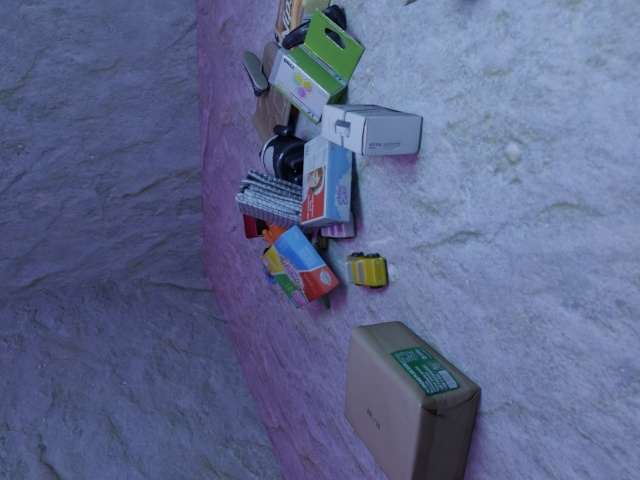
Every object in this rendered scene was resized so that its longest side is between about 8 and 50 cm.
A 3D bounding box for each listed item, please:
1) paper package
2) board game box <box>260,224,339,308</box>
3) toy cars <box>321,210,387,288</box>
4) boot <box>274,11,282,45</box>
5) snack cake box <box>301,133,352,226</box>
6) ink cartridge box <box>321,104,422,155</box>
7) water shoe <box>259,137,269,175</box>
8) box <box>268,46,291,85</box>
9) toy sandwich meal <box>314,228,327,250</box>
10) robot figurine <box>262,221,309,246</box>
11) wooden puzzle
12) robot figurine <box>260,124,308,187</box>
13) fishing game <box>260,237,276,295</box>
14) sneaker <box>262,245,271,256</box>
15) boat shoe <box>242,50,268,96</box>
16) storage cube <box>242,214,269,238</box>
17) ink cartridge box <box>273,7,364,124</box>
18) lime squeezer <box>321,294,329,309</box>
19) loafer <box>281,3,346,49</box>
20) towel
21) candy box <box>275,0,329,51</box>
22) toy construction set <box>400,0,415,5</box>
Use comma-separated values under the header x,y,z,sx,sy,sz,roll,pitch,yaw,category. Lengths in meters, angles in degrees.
x,y,z,sx,sy,sz,roll,pitch,yaw,category
0.205,0.406,1.159,0.325,0.168,0.309,-140,46,-58,paper package
-0.083,0.103,1.633,0.242,0.064,0.316,53,153,2,board game box
0.072,0.019,1.427,0.176,0.087,0.393,104,148,-40,toy cars
-0.125,-0.725,1.667,0.086,0.069,0.190,108,154,-58,boot
0.018,-0.179,1.393,0.152,0.089,0.264,-11,74,58,snack cake box
0.118,-0.274,1.135,0.218,0.159,0.092,-137,45,-54,ink cartridge box
-0.227,-0.356,1.989,0.073,0.080,0.203,-138,45,-56,water shoe
-0.077,-0.522,1.528,0.186,0.038,0.145,41,149,1,box
0.000,0.000,1.656,0.085,0.029,0.085,172,90,-66,toy sandwich meal
-0.124,-0.046,1.767,0.158,0.128,0.219,-23,98,43,robot figurine
-0.165,-0.538,1.803,0.322,0.081,0.347,63,145,37,wooden puzzle
-0.105,-0.275,1.621,0.278,0.174,0.209,40,108,56,robot figurine
-0.263,0.126,2.287,0.189,0.041,0.264,26,121,59,fishing game
-0.196,0.038,2.084,0.222,0.083,0.118,-147,71,-68,sneaker
-0.264,-0.649,1.810,0.065,0.075,0.206,-51,54,50,boat shoe
-0.211,-0.115,1.908,0.193,0.184,0.214,174,87,-68,storage cube
-0.013,-0.495,1.339,0.189,0.097,0.255,43,149,5,ink cartridge box
-0.029,0.106,1.752,0.310,0.059,0.110,60,178,38,lime squeezer
-0.023,-0.610,1.372,0.223,0.076,0.078,-12,117,40,loafer
-0.138,-0.125,1.574,0.235,0.284,0.121,127,161,-80,towel
-0.052,-0.750,1.449,0.316,0.088,0.182,112,141,-51,candy box
0.205,-0.582,0.839,0.309,0.257,0.237,-42,76,36,toy construction set
